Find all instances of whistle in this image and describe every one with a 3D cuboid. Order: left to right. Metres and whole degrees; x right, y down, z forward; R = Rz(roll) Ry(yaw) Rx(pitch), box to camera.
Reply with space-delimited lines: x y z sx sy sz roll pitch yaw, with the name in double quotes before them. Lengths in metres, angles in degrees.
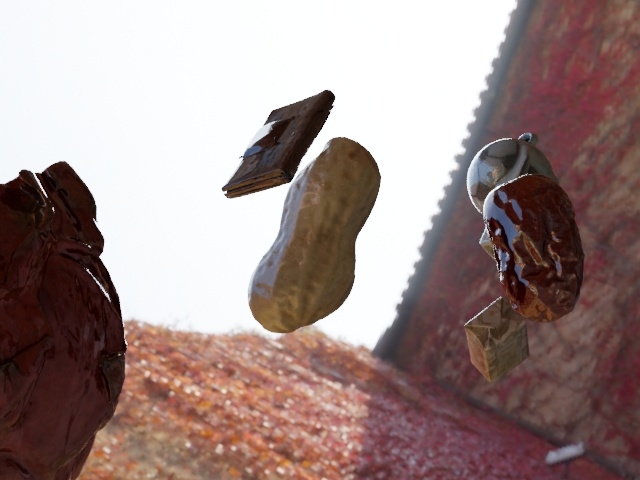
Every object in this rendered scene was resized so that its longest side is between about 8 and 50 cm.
"whistle" 0.319 -0.075 1.719 0.289 0.164 0.163 -63 -34 -26

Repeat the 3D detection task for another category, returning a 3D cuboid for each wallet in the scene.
"wallet" -0.060 -0.148 1.503 0.042 0.124 0.230 58 -145 -29

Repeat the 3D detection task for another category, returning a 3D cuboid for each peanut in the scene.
"peanut" 0.000 0.000 1.215 0.123 0.124 0.256 21 -84 -55

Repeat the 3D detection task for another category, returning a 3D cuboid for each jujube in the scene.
"jujube" 0.180 0.006 0.833 0.077 0.077 0.129 35 -138 -55

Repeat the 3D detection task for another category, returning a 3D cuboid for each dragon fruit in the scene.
"dragon fruit" -0.253 0.076 0.852 0.228 0.286 0.329 -35 -6 -10

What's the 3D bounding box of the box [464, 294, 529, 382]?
"box" 0.195 0.110 1.092 0.062 0.045 0.098 -34 -31 -10
